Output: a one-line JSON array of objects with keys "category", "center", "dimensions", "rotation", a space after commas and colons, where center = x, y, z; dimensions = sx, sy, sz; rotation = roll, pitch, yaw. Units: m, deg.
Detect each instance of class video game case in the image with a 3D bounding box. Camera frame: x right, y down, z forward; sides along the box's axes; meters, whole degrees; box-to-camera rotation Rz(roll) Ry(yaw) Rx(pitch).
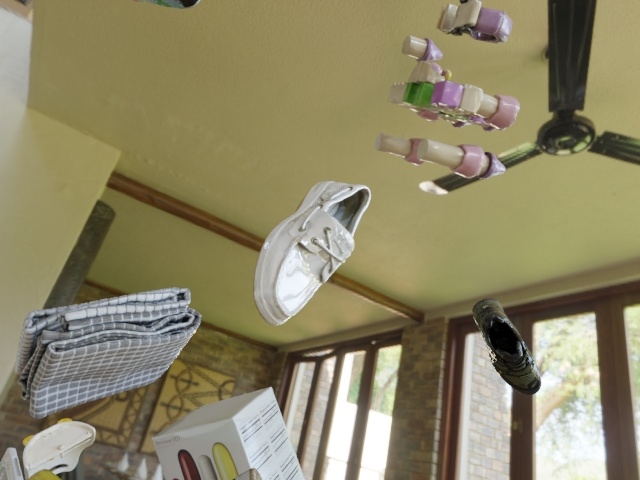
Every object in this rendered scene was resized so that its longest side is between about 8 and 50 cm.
[{"category": "video game case", "center": [-0.767, 0.625, 1.112], "dimensions": [0.022, 0.190, 0.173], "rotation": [30, -8, -40]}]

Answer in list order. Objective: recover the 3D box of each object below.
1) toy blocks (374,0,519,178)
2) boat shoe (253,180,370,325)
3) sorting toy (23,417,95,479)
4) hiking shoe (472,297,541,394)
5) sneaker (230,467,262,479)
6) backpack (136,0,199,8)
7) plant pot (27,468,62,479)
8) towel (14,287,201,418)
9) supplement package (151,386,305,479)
[{"category": "toy blocks", "center": [0.313, -0.293, 0.995], "dimensions": [0.260, 0.309, 0.288], "rotation": [10, 13, -18]}, {"category": "boat shoe", "center": [0.000, 0.000, 0.663], "dimensions": [0.096, 0.277, 0.098], "rotation": [-6, -51, 33]}, {"category": "sorting toy", "center": [-0.332, 0.273, 0.585], "dimensions": [0.045, 0.075, 0.083], "rotation": [26, 25, 28]}, {"category": "hiking shoe", "center": [0.383, 0.234, 0.963], "dimensions": [0.086, 0.114, 0.227], "rotation": [-31, -85, 17]}, {"category": "sneaker", "center": [-0.134, 0.395, 0.560], "dimensions": [0.153, 0.099, 0.282], "rotation": [-22, 5, -7]}, {"category": "backpack", "center": [-0.284, -0.523, 0.785], "dimensions": [0.253, 0.225, 0.191], "rotation": [23, -3, 38]}, {"category": "plant pot", "center": [-0.209, 0.368, 0.389], "dimensions": [0.187, 0.212, 0.212], "rotation": [7, -51, 28]}, {"category": "towel", "center": [-0.392, 0.203, 0.869], "dimensions": [0.283, 0.121, 0.235], "rotation": [-6, -31, -43]}, {"category": "supplement package", "center": [-0.168, 0.417, 0.882], "dimensions": [0.194, 0.203, 0.149], "rotation": [-22, -4, 21]}]
